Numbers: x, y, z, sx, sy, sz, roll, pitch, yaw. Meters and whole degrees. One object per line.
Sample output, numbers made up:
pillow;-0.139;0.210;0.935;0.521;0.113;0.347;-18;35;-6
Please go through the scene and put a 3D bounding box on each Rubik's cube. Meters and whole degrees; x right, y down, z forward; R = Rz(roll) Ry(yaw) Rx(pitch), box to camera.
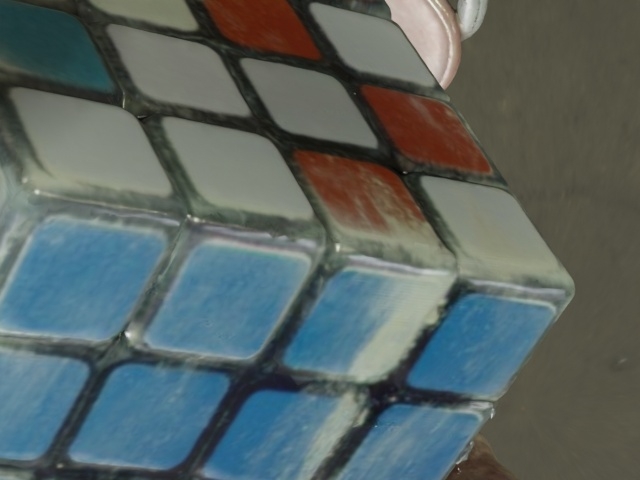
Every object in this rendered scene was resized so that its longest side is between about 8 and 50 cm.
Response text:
Rubik's cube;-0.095;0.015;0.818;0.259;0.256;0.253;-61;39;27

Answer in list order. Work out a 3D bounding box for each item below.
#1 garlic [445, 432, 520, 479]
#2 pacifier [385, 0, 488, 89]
garlic;0.029;0.149;0.942;0.159;0.102;0.147;-25;44;7
pacifier;-0.013;-0.231;1.629;0.273;0.220;0.332;-27;122;-2
